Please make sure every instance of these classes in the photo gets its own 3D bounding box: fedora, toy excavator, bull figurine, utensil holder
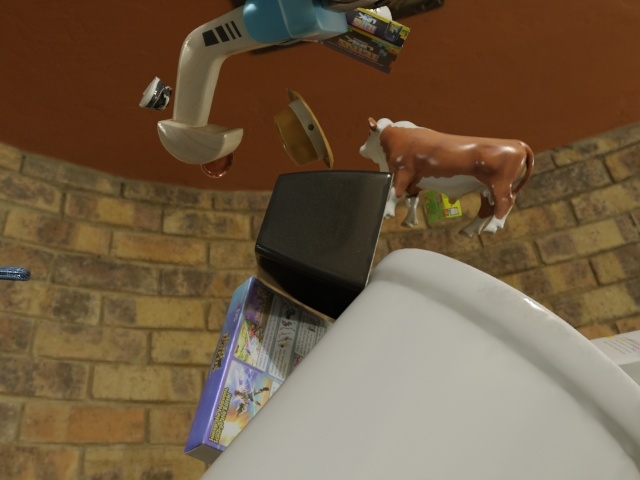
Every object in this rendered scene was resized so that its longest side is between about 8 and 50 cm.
[{"bbox_3d":[-0.045,-0.224,1.275,0.079,0.194,0.194,-30,-36,-3],"label":"fedora"},{"bbox_3d":[-0.097,-0.372,0.955,0.444,0.222,0.433,-10,-76,21],"label":"toy excavator"},{"bbox_3d":[0.192,-0.113,1.018,0.310,0.189,0.101,9,-7,27],"label":"bull figurine"},{"bbox_3d":[0.059,0.252,0.529,0.385,0.327,0.328,-46,-34,-13],"label":"utensil holder"}]

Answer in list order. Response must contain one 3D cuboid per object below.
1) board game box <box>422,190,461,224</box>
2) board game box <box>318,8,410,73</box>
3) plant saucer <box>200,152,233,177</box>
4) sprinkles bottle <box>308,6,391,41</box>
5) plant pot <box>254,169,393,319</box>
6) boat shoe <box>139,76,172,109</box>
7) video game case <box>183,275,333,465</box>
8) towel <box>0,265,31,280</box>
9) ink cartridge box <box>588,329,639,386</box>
[{"bbox_3d":[0.331,-0.100,1.650,0.043,0.092,0.181,-10,-3,-5],"label":"board game box"},{"bbox_3d":[0.083,-0.415,1.221,0.170,0.048,0.141,24,-8,0],"label":"board game box"},{"bbox_3d":[-0.234,-0.182,1.352,0.083,0.013,0.084,-22,-53,-33],"label":"plant saucer"},{"bbox_3d":[0.008,-0.570,1.552,0.355,0.121,0.121,-2,-33,-27],"label":"sprinkles bottle"},{"bbox_3d":[0.000,0.000,0.904,0.166,0.188,0.188,14,-22,5],"label":"plant pot"},{"bbox_3d":[-0.240,-0.212,0.888,0.038,0.125,0.046,36,-83,-23],"label":"boat shoe"},{"bbox_3d":[-0.047,0.223,0.883,0.244,0.270,0.061,33,-46,-22],"label":"video game case"},{"bbox_3d":[-0.629,0.061,1.163,0.119,0.029,0.067,5,-6,-17],"label":"towel"},{"bbox_3d":[0.563,0.257,1.036,0.232,0.169,0.171,-12,2,7],"label":"ink cartridge box"}]
